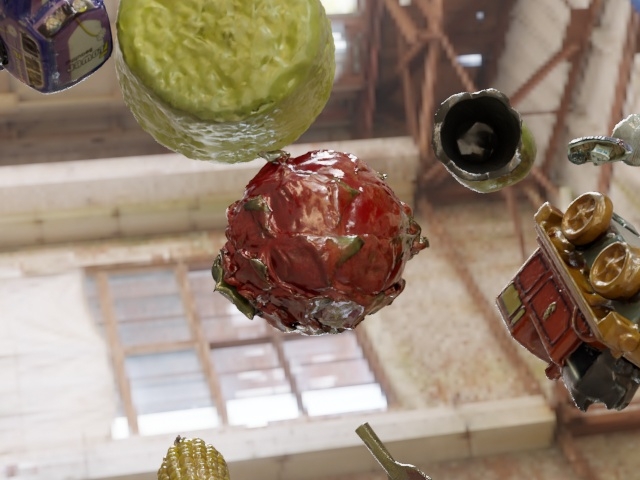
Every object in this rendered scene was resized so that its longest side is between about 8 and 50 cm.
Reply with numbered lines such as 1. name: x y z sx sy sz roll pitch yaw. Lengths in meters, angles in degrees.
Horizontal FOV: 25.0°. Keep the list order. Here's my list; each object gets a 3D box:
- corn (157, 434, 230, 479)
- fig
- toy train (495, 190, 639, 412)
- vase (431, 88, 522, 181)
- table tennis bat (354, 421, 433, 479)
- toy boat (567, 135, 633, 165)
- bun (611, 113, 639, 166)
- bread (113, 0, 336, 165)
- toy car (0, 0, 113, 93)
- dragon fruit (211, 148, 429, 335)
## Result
1. corn: -0.137 0.344 1.746 0.292 0.101 0.101 -125 -147 -60
2. fig: 0.290 -0.192 2.641 0.167 0.167 0.233 100 -32 -47
3. toy train: 0.360 0.082 1.887 0.232 0.163 0.369 -52 -156 18
4. vase: 0.190 -0.121 1.791 0.237 0.115 0.116 14 70 -88
5. table tennis bat: 0.130 0.369 2.143 0.234 0.022 0.131 51 -34 15
6. toy boat: 0.333 -0.105 1.718 0.038 0.083 0.038 4 85 -59
7. bun: 0.413 -0.134 1.877 0.045 0.083 0.083 45 -38 42
8. bread: -0.152 -0.293 2.150 0.308 0.348 0.348 49 35 -86
9. toy car: -0.379 -0.322 2.008 0.158 0.172 0.235 41 -25 25
10. dragon fruit: 0.000 0.000 1.839 0.244 0.298 0.244 12 -73 44
